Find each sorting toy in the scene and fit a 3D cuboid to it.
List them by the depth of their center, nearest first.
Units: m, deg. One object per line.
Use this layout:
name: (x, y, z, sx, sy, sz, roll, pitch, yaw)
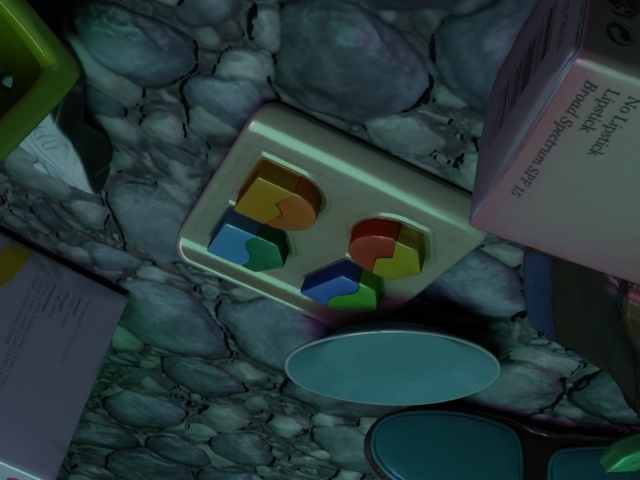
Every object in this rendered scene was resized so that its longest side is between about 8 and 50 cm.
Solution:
sorting toy: (0.000, 0.000, 0.794, 0.193, 0.038, 0.208, 25, 144, -12)

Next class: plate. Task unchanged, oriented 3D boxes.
plate: (0.063, 0.105, 0.899, 0.188, 0.024, 0.188, 2, 153, 1)

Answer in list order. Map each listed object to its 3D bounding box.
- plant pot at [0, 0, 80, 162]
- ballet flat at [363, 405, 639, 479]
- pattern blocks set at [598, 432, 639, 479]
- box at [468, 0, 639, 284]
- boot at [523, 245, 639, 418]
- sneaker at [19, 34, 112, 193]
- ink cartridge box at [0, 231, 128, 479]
plant pot: (-0.327, -0.091, 0.615, 0.207, 0.227, 0.228, -20, 116, 47)
ballet flat: (0.198, 0.229, 0.980, 0.315, 0.108, 0.106, 8, 158, 12)
pattern blocks set: (0.360, 0.234, 0.885, 0.285, 0.026, 0.325, -34, 128, 18)
box: (0.218, -0.056, 0.556, 0.232, 0.127, 0.149, 19, 144, -3)
boot: (0.218, 0.060, 0.783, 0.106, 0.082, 0.219, 23, 155, 29)
sneaker: (-0.198, -0.089, 0.738, 0.061, 0.054, 0.152, 11, 145, 12)
ink cartridge box: (-0.355, 0.104, 0.935, 0.270, 0.197, 0.198, 29, 143, -19)
